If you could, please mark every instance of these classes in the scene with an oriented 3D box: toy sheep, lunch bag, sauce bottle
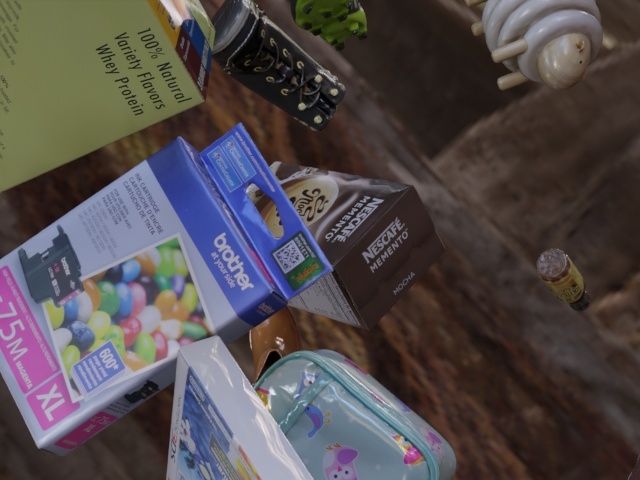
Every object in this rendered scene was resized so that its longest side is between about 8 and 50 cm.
[{"bbox_3d":[0.154,-0.158,1.095,0.091,0.132,0.091,-13,-34,-9],"label":"toy sheep"},{"bbox_3d":[-0.023,0.259,1.535,0.279,0.224,0.108,-52,-12,9],"label":"lunch bag"},{"bbox_3d":[0.291,0.050,1.806,0.042,0.042,0.128,-44,-35,4],"label":"sauce bottle"}]

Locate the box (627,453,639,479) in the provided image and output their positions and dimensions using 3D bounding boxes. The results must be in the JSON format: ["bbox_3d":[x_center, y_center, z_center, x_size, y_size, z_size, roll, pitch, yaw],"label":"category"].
[{"bbox_3d":[0.260,0.207,0.702,0.381,0.191,0.143,-84,15,-70],"label":"box"}]

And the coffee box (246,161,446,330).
[{"bbox_3d":[0.000,0.000,2.076,0.168,0.119,0.297,-45,33,-25],"label":"coffee box"}]

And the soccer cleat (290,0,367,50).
[{"bbox_3d":[0.001,-0.219,1.359,0.060,0.072,0.179,-24,-8,7],"label":"soccer cleat"}]

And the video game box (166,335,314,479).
[{"bbox_3d":[-0.069,0.217,1.319,0.048,0.205,0.187,-17,-43,-24],"label":"video game box"}]

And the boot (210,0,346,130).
[{"bbox_3d":[-0.048,-0.201,1.743,0.085,0.178,0.236,-55,9,0],"label":"boot"}]

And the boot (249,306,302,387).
[{"bbox_3d":[-0.063,0.160,2.085,0.073,0.197,0.152,-8,-14,1],"label":"boot"}]

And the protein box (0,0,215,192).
[{"bbox_3d":[-0.215,-0.173,1.151,0.201,0.200,0.136,-23,28,13],"label":"protein box"}]

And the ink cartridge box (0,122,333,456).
[{"bbox_3d":[-0.165,0.038,1.418,0.311,0.186,0.065,-33,-21,4],"label":"ink cartridge box"}]
